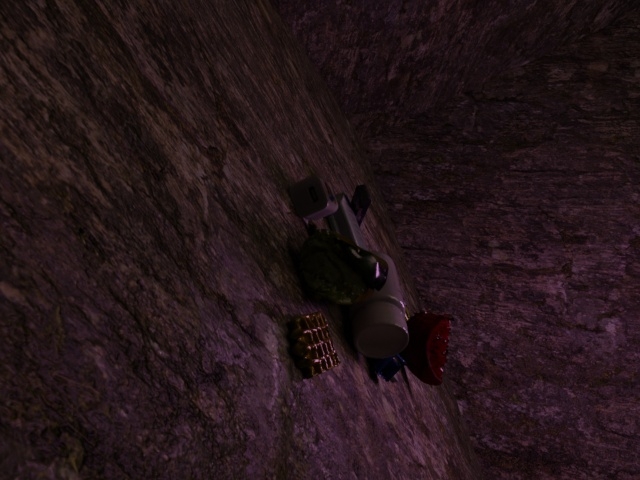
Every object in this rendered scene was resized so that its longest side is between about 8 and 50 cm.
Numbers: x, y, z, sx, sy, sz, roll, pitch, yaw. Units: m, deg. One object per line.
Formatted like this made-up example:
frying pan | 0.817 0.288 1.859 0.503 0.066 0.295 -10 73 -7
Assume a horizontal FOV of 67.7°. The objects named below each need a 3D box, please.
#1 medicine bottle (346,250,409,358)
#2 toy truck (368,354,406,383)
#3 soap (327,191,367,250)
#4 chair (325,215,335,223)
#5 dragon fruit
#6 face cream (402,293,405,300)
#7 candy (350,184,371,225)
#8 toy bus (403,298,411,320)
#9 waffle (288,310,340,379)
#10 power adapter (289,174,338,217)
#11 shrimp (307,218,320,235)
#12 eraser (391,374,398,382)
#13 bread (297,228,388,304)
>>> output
medicine bottle | 0.201 0.229 1.764 0.211 0.211 0.371 56 19 -35
toy truck | 0.245 0.419 1.801 0.113 0.126 0.208 49 24 -49
soap | 0.105 -0.071 2.086 0.173 0.095 0.289 27 42 -68
chair | 0.032 -0.111 1.993 0.086 0.042 0.037 65 17 -5
dragon fruit | 0.465 0.494 2.251 0.100 0.282 0.343 12 85 -46
face cream | 0.415 0.333 2.587 0.163 0.080 0.336 58 18 -28
candy | 0.169 -0.139 2.204 0.312 0.061 0.088 104 -29 -63
toy bus | 0.322 0.280 2.259 0.261 0.128 0.150 66 15 1
waffle | -0.022 0.269 1.247 0.211 0.055 0.160 16 54 -70
power adapter | -0.011 -0.149 1.745 0.129 0.125 0.205 69 16 8
shrimp | 0.000 0.000 1.744 0.190 0.042 0.101 58 -3 -29
eraser | 0.275 0.509 1.971 0.150 0.023 0.103 53 21 -42
bread | 0.077 0.093 1.532 0.251 0.208 0.376 35 7 14
